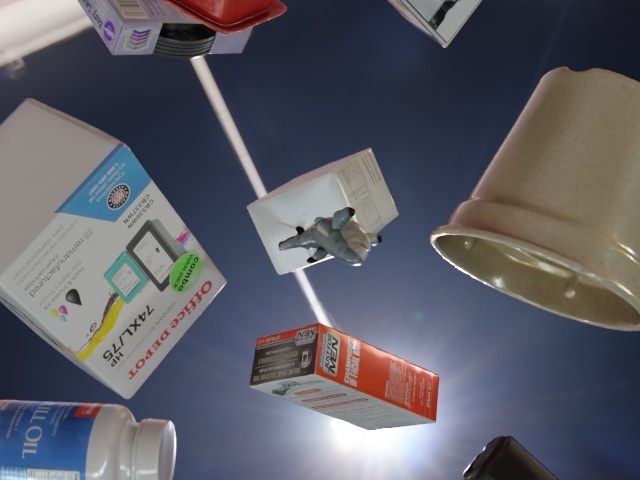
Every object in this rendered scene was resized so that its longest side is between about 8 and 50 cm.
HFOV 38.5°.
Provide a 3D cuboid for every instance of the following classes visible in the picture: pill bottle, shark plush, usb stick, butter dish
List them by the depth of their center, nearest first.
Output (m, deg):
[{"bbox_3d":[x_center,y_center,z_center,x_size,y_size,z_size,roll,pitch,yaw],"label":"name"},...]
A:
[{"bbox_3d":[0.269,0.316,0.949,0.077,0.278,0.045,-45,174,-25],"label":"usb stick"},{"bbox_3d":[-0.292,0.256,1.102,0.221,0.124,0.124,1,-160,4],"label":"pill bottle"},{"bbox_3d":[-0.125,-0.342,1.129,0.160,0.160,0.118,-42,160,-52],"label":"butter dish"},{"bbox_3d":[0.000,0.000,1.185,0.161,0.073,0.067,6,-119,34],"label":"shark plush"}]

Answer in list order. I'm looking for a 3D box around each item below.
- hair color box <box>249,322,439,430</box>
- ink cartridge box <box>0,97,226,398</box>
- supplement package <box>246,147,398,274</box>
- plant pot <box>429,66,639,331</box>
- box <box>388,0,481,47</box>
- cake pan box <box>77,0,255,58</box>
[{"bbox_3d":[0.026,0.135,0.885,0.093,0.167,0.053,-18,-124,43],"label":"hair color box"},{"bbox_3d":[-0.285,0.013,1.082,0.197,0.270,0.198,25,-112,36],"label":"ink cartridge box"},{"bbox_3d":[0.010,-0.057,1.743,0.194,0.149,0.203,-20,-172,29],"label":"supplement package"},{"bbox_3d":[0.373,-0.074,1.355,0.334,0.334,0.305,9,-108,60],"label":"plant pot"},{"bbox_3d":[0.154,-0.418,1.331,0.169,0.087,0.290,-52,152,8],"label":"box"},{"bbox_3d":[-0.264,-0.395,1.448,0.246,0.267,0.070,-14,147,-40],"label":"cake pan box"}]
